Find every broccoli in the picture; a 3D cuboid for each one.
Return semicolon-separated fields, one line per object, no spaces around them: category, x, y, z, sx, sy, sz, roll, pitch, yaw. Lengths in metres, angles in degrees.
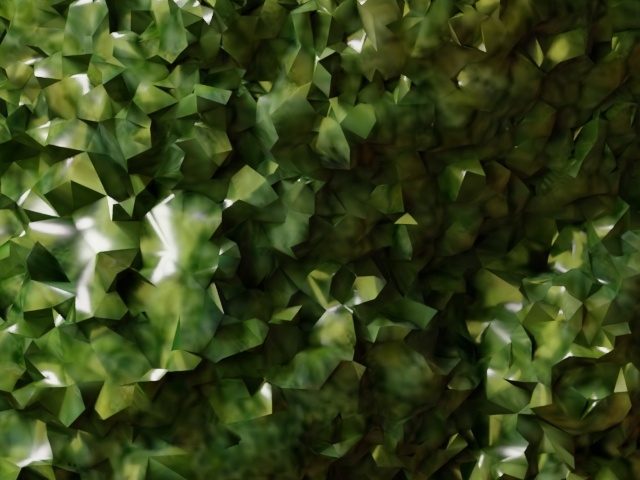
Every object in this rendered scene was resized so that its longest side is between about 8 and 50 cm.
broccoli;0.001;0.005;0.483;0.310;0.413;0.321;-129;22;-66
